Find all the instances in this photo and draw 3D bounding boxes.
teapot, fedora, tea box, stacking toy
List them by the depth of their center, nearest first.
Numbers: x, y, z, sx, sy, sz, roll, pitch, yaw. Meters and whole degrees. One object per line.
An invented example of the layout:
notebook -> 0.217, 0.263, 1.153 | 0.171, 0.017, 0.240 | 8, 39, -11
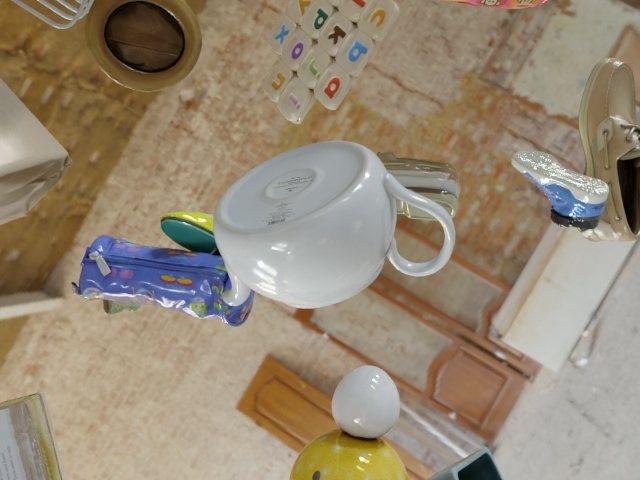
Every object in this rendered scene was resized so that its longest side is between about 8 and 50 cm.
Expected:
teapot -> 0.000, 0.000, 1.032 | 0.253, 0.187, 0.256 | -35, 31, -18
fedora -> -0.304, -0.352, 1.368 | 0.194, 0.194, 0.079 | -61, 18, 9
stacking toy -> 0.037, 0.449, 1.371 | 0.350, 0.351, 0.479 | -12, -70, -83
tea box -> -0.573, 0.460, 1.396 | 0.220, 0.328, 0.323 | -15, -3, -14

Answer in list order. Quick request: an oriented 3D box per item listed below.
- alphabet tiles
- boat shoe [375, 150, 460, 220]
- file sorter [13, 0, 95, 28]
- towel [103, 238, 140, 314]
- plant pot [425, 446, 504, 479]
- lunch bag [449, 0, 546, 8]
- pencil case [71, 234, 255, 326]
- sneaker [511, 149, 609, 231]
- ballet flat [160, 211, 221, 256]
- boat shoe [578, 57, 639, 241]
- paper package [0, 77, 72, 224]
alphabet tiles -> 0.013, -0.318, 1.184 | 0.284, 0.021, 0.278 | -55, 38, 16
boat shoe -> 0.121, -0.115, 1.553 | 0.113, 0.303, 0.103 | 88, -165, -61
file sorter -> -0.423, -0.489, 1.320 | 0.173, 0.193, 0.277 | -52, 15, 21
towel -> -0.390, 0.070, 1.556 | 0.110, 0.027, 0.148 | 1, -91, -69
plant pot -> 0.246, 0.591, 1.571 | 0.252, 0.247, 0.248 | -31, -16, 23
lunch bag -> 0.337, -0.553, 1.476 | 0.258, 0.293, 0.120 | 126, 143, -66
pencil case -> -0.266, 0.065, 1.353 | 0.133, 0.306, 0.119 | 59, -139, -67
sneaker -> 0.332, -0.066, 1.125 | 0.058, 0.152, 0.084 | -31, -43, -34
ballet flat -> -0.168, -0.001, 1.376 | 0.077, 0.231, 0.077 | -40, 27, 47
boat shoe -> 0.550, -0.166, 1.447 | 0.110, 0.122, 0.340 | 3, 91, 56
paper package -> -0.589, -0.154, 1.128 | 0.168, 0.325, 0.309 | -42, -1, 30
